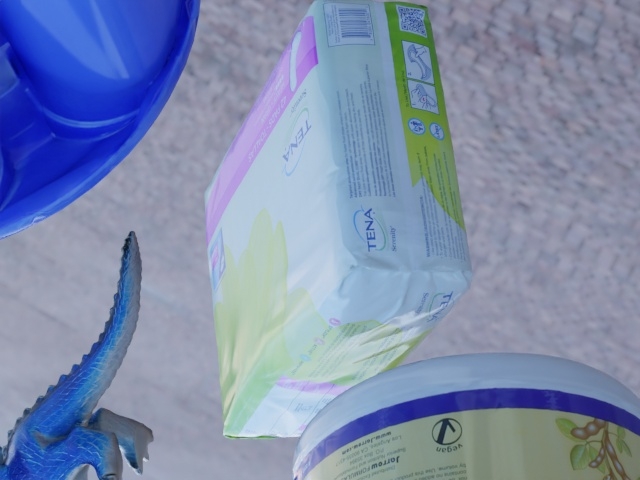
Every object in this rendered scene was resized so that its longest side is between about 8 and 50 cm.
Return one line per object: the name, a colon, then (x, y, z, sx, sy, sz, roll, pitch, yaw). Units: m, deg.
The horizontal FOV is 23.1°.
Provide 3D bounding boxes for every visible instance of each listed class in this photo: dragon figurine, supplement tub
dragon figurine: (-0.175, 0.135, 0.874, 0.144, 0.289, 0.085, 9, -162, 4)
supplement tub: (0.107, 0.259, 0.931, 0.241, 0.331, 0.241, -3, 145, -2)

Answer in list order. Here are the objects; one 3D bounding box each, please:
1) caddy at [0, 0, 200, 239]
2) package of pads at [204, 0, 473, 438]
caddy: (-0.207, -0.149, 0.708, 0.341, 0.241, 0.179, 50, 170, 27)
package of pads: (0.000, 0.000, 1.132, 0.101, 0.229, 0.296, 4, 150, -20)
